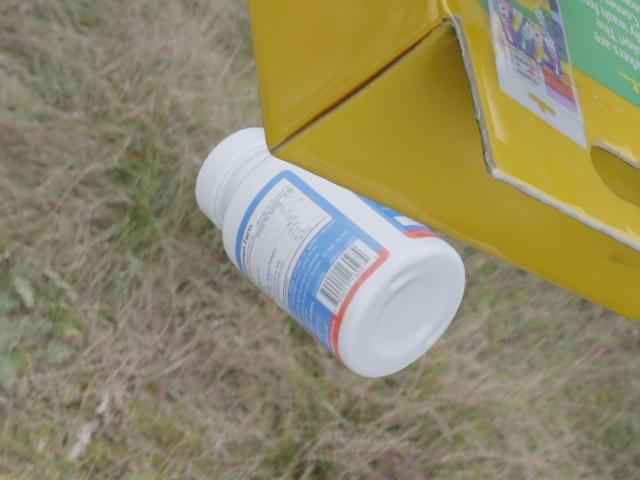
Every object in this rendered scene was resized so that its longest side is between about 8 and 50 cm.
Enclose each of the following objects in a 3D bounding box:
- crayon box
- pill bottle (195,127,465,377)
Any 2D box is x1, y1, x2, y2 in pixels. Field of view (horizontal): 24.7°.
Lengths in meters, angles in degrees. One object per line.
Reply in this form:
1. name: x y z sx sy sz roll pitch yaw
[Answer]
1. crayon box: 0.065 -0.105 0.545 0.203 0.083 0.322 23 45 -40
2. pill bottle: 0.000 0.000 1.169 0.124 0.124 0.221 -21 45 -32
